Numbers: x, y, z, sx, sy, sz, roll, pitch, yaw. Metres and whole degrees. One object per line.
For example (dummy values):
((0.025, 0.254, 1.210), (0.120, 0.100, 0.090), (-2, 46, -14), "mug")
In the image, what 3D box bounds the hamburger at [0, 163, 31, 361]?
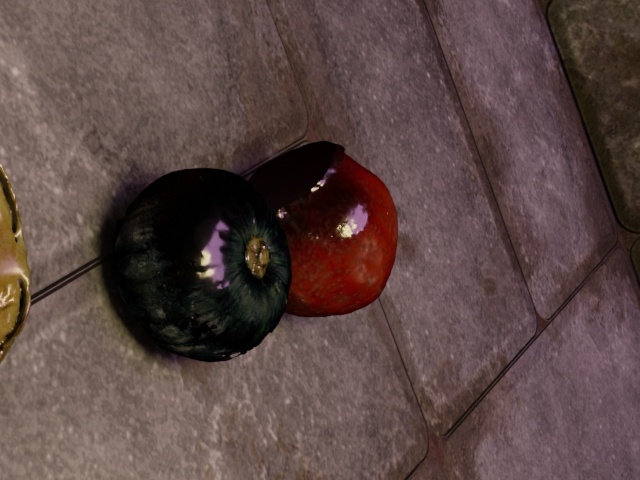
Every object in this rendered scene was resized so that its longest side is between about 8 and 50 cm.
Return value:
((-0.391, 0.016, 1.580), (0.285, 0.134, 0.265), (-9, 87, -53), "hamburger")

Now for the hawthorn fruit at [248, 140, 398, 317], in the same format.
((0.000, 0.000, 2.171), (0.249, 0.215, 0.215), (39, 44, -59), "hawthorn fruit")

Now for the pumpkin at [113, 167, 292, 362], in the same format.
((-0.132, 0.025, 1.972), (0.233, 0.163, 0.233), (25, 59, -51), "pumpkin")
